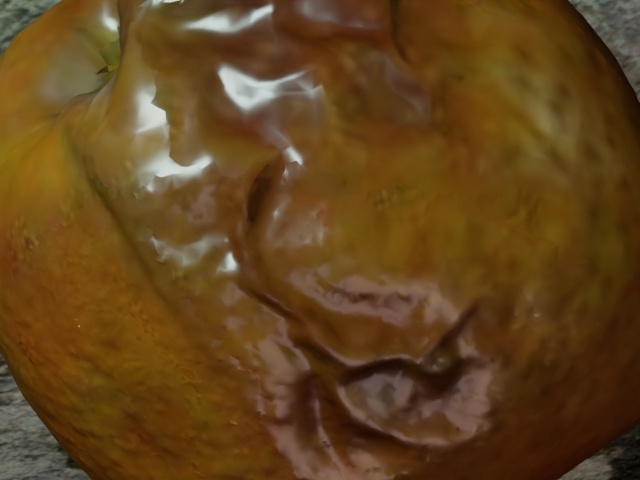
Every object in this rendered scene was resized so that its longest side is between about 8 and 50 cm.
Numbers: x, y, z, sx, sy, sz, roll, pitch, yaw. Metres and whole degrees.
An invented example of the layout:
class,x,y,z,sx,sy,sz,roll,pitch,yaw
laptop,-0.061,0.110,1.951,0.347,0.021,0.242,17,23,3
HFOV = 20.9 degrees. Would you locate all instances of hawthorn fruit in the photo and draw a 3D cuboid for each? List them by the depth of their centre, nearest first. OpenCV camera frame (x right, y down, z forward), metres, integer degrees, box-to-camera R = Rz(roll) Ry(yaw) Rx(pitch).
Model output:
class,x,y,z,sx,sy,sz,roll,pitch,yaw
hawthorn fruit,0.000,0.000,1.118,0.471,0.472,0.472,-10,147,-7
